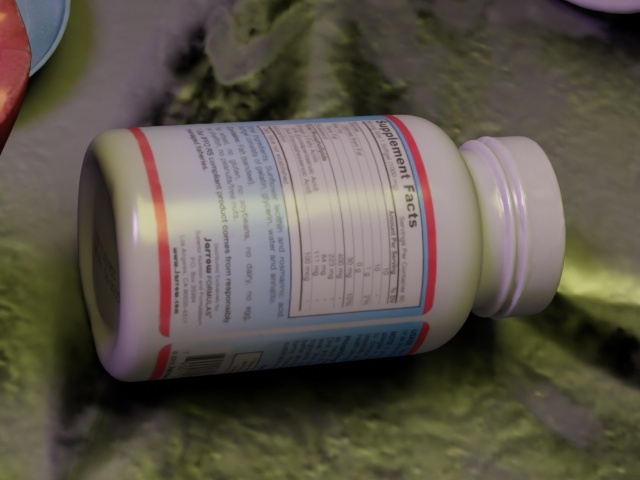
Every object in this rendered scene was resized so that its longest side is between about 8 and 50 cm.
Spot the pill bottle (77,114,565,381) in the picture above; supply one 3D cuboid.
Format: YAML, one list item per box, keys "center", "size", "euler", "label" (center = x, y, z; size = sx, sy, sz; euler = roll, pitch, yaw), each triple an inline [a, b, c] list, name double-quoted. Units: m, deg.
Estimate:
- center: [0.000, 0.000, 0.671]
  size: [0.160, 0.087, 0.087]
  euler: [-4, 58, -18]
  label: "pill bottle"

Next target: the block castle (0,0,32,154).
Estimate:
- center: [-0.255, 0.093, 0.462]
  size: [0.303, 0.213, 0.453]
  euler: [14, 54, -6]
  label: "block castle"

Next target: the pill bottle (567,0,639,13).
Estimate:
- center: [0.163, -0.201, 0.834]
  size: [0.117, 0.118, 0.208]
  euler: [34, 54, 9]
  label: "pill bottle"

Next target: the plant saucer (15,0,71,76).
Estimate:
- center: [-0.156, -0.091, 0.732]
  size: [0.119, 0.021, 0.119]
  euler: [7, 55, -10]
  label: "plant saucer"
